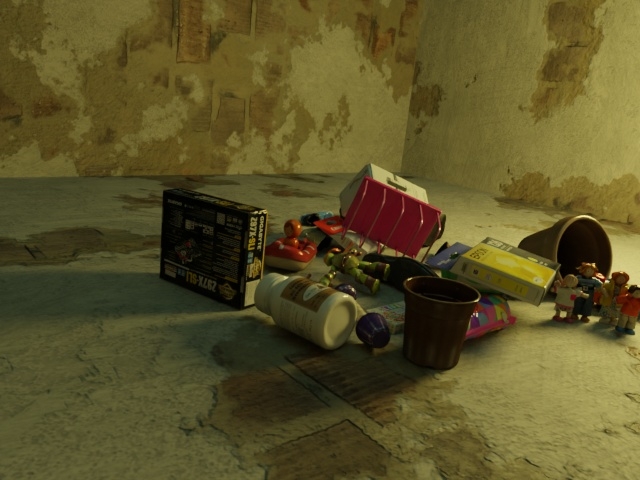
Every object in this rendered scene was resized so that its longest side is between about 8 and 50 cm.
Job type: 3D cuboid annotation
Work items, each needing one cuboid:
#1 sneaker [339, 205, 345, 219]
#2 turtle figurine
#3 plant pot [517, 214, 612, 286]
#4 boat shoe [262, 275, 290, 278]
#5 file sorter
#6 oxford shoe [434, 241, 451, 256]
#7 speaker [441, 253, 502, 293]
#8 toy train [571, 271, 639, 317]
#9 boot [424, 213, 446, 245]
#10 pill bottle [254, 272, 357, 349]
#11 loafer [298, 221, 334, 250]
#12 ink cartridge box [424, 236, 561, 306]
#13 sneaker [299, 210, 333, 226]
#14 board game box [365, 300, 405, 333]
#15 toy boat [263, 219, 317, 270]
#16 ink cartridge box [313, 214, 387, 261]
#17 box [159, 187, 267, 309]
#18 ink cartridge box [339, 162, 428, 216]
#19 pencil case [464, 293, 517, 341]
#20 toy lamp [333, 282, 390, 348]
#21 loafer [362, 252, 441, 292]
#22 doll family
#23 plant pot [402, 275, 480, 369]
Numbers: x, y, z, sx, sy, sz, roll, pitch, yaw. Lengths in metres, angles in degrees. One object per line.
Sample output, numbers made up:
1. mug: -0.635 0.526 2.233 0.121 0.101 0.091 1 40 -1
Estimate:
1. sneaker: 0.153 -0.115 2.420 0.147 0.105 0.296 5 9 4
2. turtle figurine: 0.096 0.072 1.641 0.217 0.087 0.269 19 33 27
3. plant pot: 0.786 0.056 1.814 0.263 0.263 0.229 -1 -3 -24
4. boat shoe: -0.143 0.125 1.510 0.133 0.049 0.042 -6 -10 -18
5. file sorter: 0.235 -0.047 1.835 0.290 0.202 0.182 24 25 -2
6. oxford shoe: 0.465 0.059 1.978 0.076 0.076 0.212 36 12 -4
7. speaker: 0.538 0.098 1.710 0.296 0.131 0.131 5 15 -2
8. toy train: 0.844 0.174 1.622 0.248 0.105 0.143 -1 29 -23
9. boot: 0.354 -0.080 2.280 0.284 0.138 0.377 14 13 24
10. pill bottle: -0.041 0.154 1.264 0.229 0.131 0.131 18 19 38
11. loafer: 0.000 0.000 1.981 0.087 0.094 0.251 44 29 15
12. ink cartridge box: 0.488 0.061 1.517 0.307 0.072 0.303 25 22 24
13. sneaker: -0.005 -0.094 2.340 0.152 0.058 0.084 -5 12 -22
14. board game box: 0.205 0.196 1.404 0.154 0.026 0.103 -7 19 -40
15. toy boat: -0.095 0.007 1.754 0.151 0.151 0.231 8 15 11
16. ink cartridge box: 0.115 -0.027 1.980 0.232 0.066 0.189 44 29 17
17. box: -0.294 0.014 1.450 0.322 0.257 0.079 15 18 33
18. ink cartridge box: 0.235 -0.142 2.028 0.273 0.197 0.114 22 43 -26
19. pencil case: 0.378 0.194 1.349 0.236 0.104 0.104 -7 20 -37
20. toy lamp: 0.097 0.180 1.322 0.080 0.080 0.274 1 16 -17
21. loafer: 0.260 0.095 1.663 0.095 0.109 0.302 -2 13 -42
22. doll family: 0.774 0.149 1.532 0.263 0.163 0.118 9 15 11
23. plant pot: 0.256 0.183 1.203 0.167 0.165 0.167 5 14 -1
